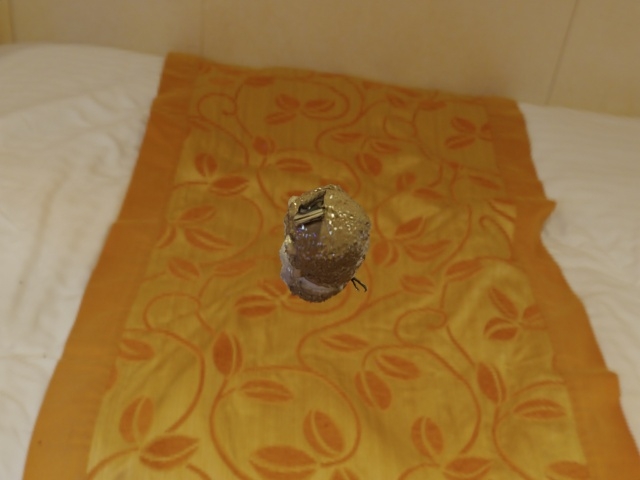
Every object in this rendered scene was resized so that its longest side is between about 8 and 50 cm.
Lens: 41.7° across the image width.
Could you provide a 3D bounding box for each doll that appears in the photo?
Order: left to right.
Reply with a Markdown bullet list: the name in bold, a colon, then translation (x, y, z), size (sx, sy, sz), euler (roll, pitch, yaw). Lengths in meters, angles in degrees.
- **doll**: translation (0.002, -0.007, 0.980), size (0.115, 0.221, 0.105), euler (6, 59, 5)
